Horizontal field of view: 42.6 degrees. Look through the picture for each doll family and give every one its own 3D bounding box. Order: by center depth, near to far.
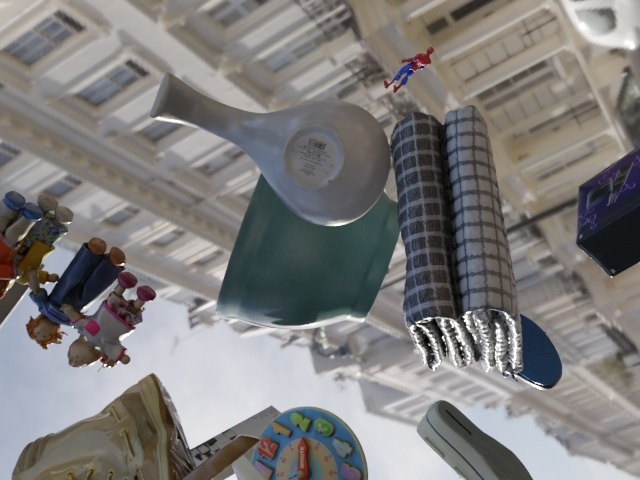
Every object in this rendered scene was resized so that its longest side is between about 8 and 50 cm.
[{"bbox_3d":[-0.334,0.052,1.023,0.263,0.163,0.118,39,-167,-16],"label":"doll family"}]

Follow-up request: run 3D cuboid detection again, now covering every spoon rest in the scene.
[{"bbox_3d":[-0.051,-0.112,0.915,0.276,0.137,0.084,24,-174,16],"label":"spoon rest"}]

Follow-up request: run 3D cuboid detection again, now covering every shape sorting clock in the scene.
[{"bbox_3d":[-0.022,0.362,1.275,0.040,0.206,0.206,16,-129,-57],"label":"shape sorting clock"}]

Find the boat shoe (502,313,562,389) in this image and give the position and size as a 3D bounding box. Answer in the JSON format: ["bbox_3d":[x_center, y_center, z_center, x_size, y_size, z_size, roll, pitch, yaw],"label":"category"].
[{"bbox_3d":[0.320,0.166,1.441,0.258,0.109,0.089,48,163,34],"label":"boat shoe"}]

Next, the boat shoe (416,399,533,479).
[{"bbox_3d":[0.255,0.359,1.338,0.226,0.076,0.083,46,-144,17],"label":"boat shoe"}]

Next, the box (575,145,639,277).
[{"bbox_3d":[0.568,-0.082,1.390,0.103,0.261,0.184,38,-141,-16],"label":"box"}]

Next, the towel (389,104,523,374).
[{"bbox_3d":[0.151,0.015,0.936,0.284,0.121,0.235,58,-154,-64],"label":"towel"}]

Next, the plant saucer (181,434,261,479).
[{"bbox_3d":[-0.087,0.186,0.687,0.015,0.083,0.083,53,-160,7],"label":"plant saucer"}]

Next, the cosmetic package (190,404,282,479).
[{"bbox_3d":[-0.185,0.477,1.918,0.099,0.239,0.061,24,133,53],"label":"cosmetic package"}]

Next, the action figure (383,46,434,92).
[{"bbox_3d":[0.162,-0.309,1.472,0.038,0.115,0.030,24,-128,-30],"label":"action figure"}]

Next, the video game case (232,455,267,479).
[{"bbox_3d":[-0.037,0.463,1.184,0.204,0.025,0.285,33,145,45],"label":"video game case"}]

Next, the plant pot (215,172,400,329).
[{"bbox_3d":[0.000,0.000,1.133,0.196,0.293,0.293,20,-152,0],"label":"plant pot"}]

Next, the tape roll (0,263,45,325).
[{"bbox_3d":[-0.577,0.114,1.440,0.072,0.219,0.219,37,-152,-13],"label":"tape roll"}]

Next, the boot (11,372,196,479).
[{"bbox_3d":[-0.253,0.287,0.964,0.262,0.203,0.095,56,170,54],"label":"boot"}]
